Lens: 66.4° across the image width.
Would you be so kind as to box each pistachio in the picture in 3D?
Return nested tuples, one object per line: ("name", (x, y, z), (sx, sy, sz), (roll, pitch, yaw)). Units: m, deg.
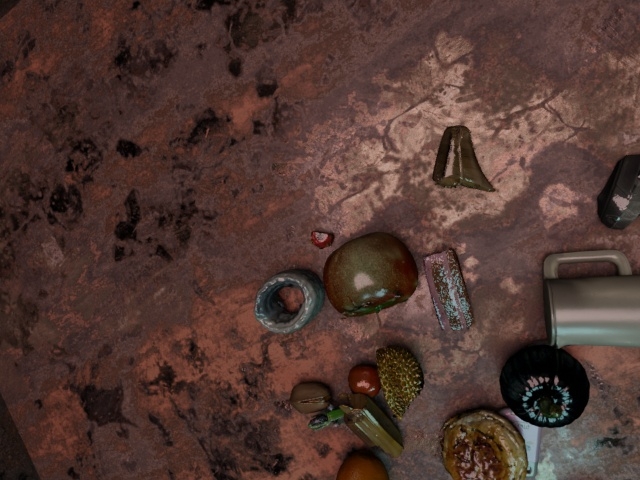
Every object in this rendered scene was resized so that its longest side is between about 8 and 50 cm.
("pistachio", (-0.034, 0.553, 1.719), (0.149, 0.113, 0.113), (-13, 92, 19))

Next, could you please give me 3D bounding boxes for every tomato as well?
("tomato", (0.148, 0.106, 1.547), (0.303, 0.303, 0.239), (-22, 73, 18))

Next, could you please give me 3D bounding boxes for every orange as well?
("orange", (0.143, 0.824, 1.651), (0.205, 0.206, 0.206), (2, 96, 17))

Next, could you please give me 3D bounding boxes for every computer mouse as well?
("computer mouse", (0.879, -0.138, 1.385), (0.126, 0.071, 0.231), (26, 102, 13))

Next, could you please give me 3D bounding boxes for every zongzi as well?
("zongzi", (0.454, -0.247, 1.495), (0.197, 0.099, 0.195), (11, 99, 5))

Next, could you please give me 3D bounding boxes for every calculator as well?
("calculator", (0.626, 0.649, 1.561), (0.141, 0.045, 0.246), (6, 98, 17))

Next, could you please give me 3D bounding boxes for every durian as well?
("durian", (0.267, 0.459, 1.576), (0.137, 0.193, 0.238), (-12, 99, 9))

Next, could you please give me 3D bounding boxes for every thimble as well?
("thimble", (-0.111, 0.208, 1.673), (0.250, 0.172, 0.205), (-31, 88, 16))

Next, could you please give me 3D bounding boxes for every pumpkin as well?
("pumpkin", (0.654, 0.442, 1.427), (0.247, 0.248, 0.248), (2, 96, 17))

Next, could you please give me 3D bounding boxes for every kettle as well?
("kettle", (0.804, 0.171, 1.376), (0.317, 0.205, 0.265), (-4, 97, 20))

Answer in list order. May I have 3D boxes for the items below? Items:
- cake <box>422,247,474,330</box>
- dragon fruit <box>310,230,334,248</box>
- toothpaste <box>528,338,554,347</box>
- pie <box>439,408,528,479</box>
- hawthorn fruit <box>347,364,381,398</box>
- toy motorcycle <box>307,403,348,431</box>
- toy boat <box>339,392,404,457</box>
("cake", (0.410, 0.152, 1.564), (0.115, 0.113, 0.296), (-12, 105, 20))
("dragon fruit", (0.000, 0.000, 1.677), (0.083, 0.056, 0.060), (12, 98, 14))
("toothpaste", (0.727, 0.312, 1.503), (0.169, 0.028, 0.045), (-14, 85, 16))
("pie", (0.514, 0.670, 1.536), (0.308, 0.085, 0.309), (-1, 89, 37))
("hawthorn fruit", (0.153, 0.479, 1.653), (0.127, 0.128, 0.128), (2, 96, 17))
("toy motorcycle", (0.051, 0.605, 1.690), (0.190, 0.106, 0.074), (-12, 66, -15))
("toy boat", (0.163, 0.614, 1.624), (0.115, 0.089, 0.310), (-31, 115, 19))
